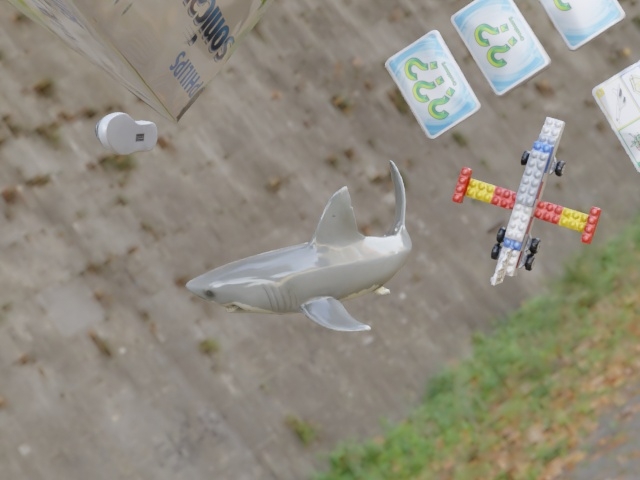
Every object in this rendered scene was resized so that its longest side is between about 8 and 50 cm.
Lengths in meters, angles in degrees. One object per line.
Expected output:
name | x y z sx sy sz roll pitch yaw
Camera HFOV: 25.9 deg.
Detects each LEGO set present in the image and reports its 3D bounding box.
LEGO set | 0.173 -0.084 1.057 0.182 0.244 0.060 -31 -11 16

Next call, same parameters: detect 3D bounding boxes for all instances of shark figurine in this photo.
shark figurine | 0.029 -0.003 1.301 0.166 0.116 0.278 16 26 40

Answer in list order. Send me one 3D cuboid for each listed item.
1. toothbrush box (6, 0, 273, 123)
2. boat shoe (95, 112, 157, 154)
toothbrush box | -0.152 -0.194 0.577 0.122 0.283 0.206 -52 -9 -4
boat shoe | -0.237 -0.125 1.648 0.040 0.049 0.142 9 2 16
